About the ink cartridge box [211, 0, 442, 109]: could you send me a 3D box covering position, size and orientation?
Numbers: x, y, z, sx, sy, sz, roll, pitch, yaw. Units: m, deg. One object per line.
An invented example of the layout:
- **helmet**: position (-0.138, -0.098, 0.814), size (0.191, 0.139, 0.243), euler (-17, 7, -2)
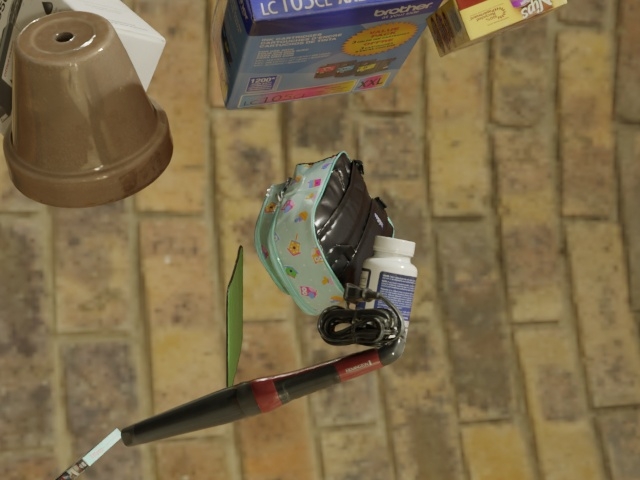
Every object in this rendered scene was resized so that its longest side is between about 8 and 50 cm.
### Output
- **ink cartridge box**: position (0.003, -0.328, 1.768), size (0.395, 0.270, 0.151), euler (121, -42, -72)

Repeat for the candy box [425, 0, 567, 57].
- **candy box**: position (0.182, -0.243, 1.368), size (0.187, 0.109, 0.053), euler (-163, -128, -86)

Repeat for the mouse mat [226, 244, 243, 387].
- **mouse mat**: position (-0.112, 0.104, 1.671), size (0.189, 0.007, 0.152), euler (-80, 172, -71)

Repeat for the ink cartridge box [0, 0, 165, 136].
- **ink cartridge box**: position (-0.479, -0.324, 2.296), size (0.395, 0.166, 0.285), euler (42, -65, 42)

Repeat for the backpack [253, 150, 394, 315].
- **backpack**: position (0.000, 0.000, 1.645), size (0.166, 0.144, 0.188), euler (60, 25, -29)

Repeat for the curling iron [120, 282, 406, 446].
- **curling iron**: position (-0.048, 0.111, 1.034), size (0.274, 0.035, 0.068), euler (-28, -120, 22)

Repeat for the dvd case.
- **dvd case**: position (-0.256, 0.238, 1.278), size (0.119, 0.087, 0.013), euler (-41, -90, 17)

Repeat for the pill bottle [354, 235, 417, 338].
- **pill bottle**: position (0.079, 0.058, 1.536), size (0.067, 0.067, 0.120), euler (7, -93, 65)

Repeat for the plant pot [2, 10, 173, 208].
- **plant pot**: position (-0.368, -0.213, 1.953), size (0.263, 0.263, 0.229), euler (-119, -162, -45)
